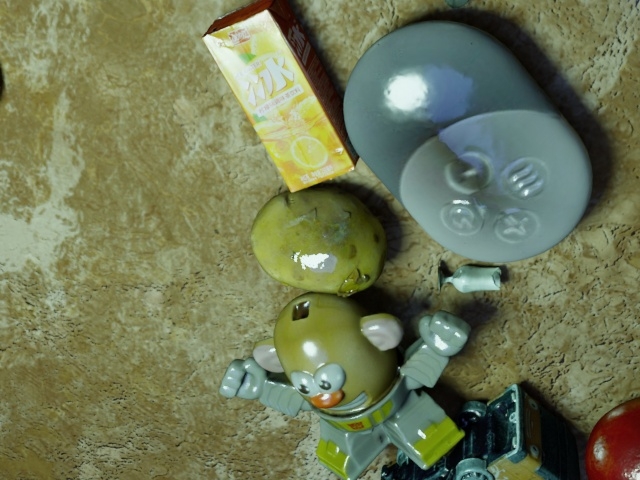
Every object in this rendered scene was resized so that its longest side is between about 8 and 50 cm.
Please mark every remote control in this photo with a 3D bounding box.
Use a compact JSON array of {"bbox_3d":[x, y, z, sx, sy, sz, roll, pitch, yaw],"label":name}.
[{"bbox_3d":[0.172,-0.109,1.272,0.221,0.103,0.332,-34,108,27],"label":"remote control"}]

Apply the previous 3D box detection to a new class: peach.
[{"bbox_3d":[0.441,0.296,1.438,0.197,0.197,0.197,6,124,9],"label":"peach"}]

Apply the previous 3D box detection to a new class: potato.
[{"bbox_3d":[0.000,0.000,1.369,0.175,0.137,0.137,8,125,-5],"label":"potato"}]

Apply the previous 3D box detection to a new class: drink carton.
[{"bbox_3d":[-0.040,-0.175,1.297,0.096,0.071,0.223,-20,116,24],"label":"drink carton"}]

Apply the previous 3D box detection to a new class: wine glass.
[{"bbox_3d":[0.193,0.047,1.412,0.083,0.042,0.039,-2,160,11],"label":"wine glass"}]

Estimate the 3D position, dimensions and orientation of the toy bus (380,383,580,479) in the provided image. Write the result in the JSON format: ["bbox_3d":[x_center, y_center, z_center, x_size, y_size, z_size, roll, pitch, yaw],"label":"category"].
[{"bbox_3d":[0.223,0.339,1.533,0.167,0.138,0.275,36,124,-19],"label":"toy bus"}]

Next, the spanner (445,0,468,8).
[{"bbox_3d":[0.190,-0.363,1.105,0.093,0.026,0.325,22,139,2],"label":"spanner"}]

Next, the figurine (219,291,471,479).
[{"bbox_3d":[0.039,0.181,1.451,0.342,0.167,0.285,-26,123,3],"label":"figurine"}]
